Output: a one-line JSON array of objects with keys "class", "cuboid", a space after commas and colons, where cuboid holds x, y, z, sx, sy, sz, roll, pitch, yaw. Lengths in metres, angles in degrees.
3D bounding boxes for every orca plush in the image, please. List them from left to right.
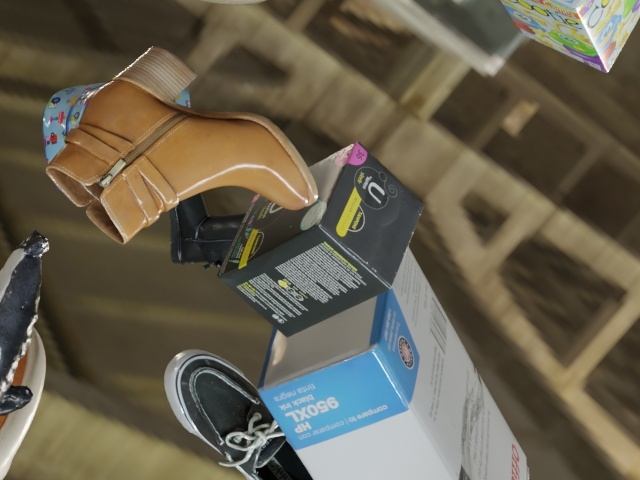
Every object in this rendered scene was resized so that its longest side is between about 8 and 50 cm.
[{"class": "orca plush", "cuboid": [-0.345, 0.131, 1.876, 0.102, 0.287, 0.151, 37, 159, -33]}]

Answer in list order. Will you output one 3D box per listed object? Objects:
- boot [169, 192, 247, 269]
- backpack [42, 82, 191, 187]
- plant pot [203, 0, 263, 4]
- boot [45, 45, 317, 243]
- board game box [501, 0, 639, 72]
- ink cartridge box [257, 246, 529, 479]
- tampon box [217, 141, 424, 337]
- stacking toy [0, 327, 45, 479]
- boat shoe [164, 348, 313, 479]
[{"class": "boot", "cuboid": [-0.119, -0.023, 2.023, 0.099, 0.121, 0.045, 2, -173, 19]}, {"class": "backpack", "cuboid": [-0.253, -0.126, 2.234, 0.173, 0.158, 0.117, -3, 177, -44]}, {"class": "plant pot", "cuboid": [-0.156, -0.377, 1.831, 0.191, 0.284, 0.284, -11, -134, -39]}, {"class": "boot", "cuboid": [-0.114, -0.051, 1.468, 0.197, 0.152, 0.073, 36, 150, 2]}, {"class": "board game box", "cuboid": [0.325, -0.343, 2.328, 0.142, 0.144, 0.275, 29, 179, 21]}, {"class": "ink cartridge box", "cuboid": [0.102, 0.230, 2.201, 0.395, 0.166, 0.285, 59, -160, -22]}, {"class": "tampon box", "cuboid": [0.000, 0.000, 1.771, 0.101, 0.161, 0.120, 42, -133, -21]}, {"class": "stacking toy", "cuboid": [-0.618, 0.140, 2.243, 0.480, 0.350, 0.350, 39, -169, -27]}, {"class": "boat shoe", "cuboid": [-0.091, 0.272, 2.443, 0.306, 0.113, 0.105, 57, 158, -17]}]
